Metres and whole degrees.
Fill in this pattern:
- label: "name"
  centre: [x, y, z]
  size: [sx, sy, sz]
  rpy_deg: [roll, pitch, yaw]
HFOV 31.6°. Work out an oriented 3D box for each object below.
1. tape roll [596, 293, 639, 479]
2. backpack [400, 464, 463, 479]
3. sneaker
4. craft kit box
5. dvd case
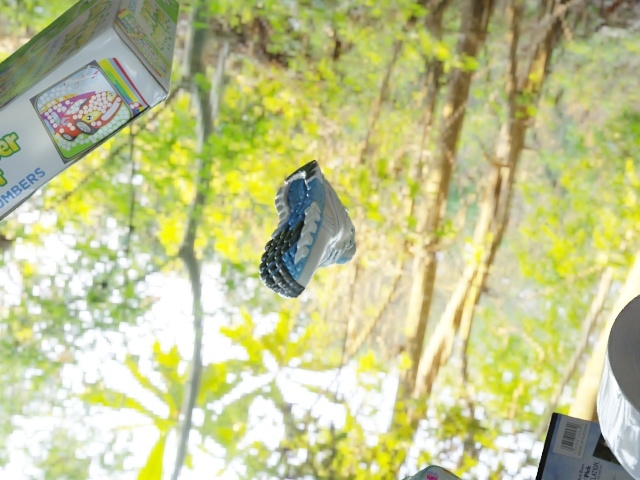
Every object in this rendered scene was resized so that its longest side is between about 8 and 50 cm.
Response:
- label: "tape roll"
  centre: [0.343, 0.127, 0.936]
  size: [0.219, 0.072, 0.219]
  rpy_deg: [0, -141, 0]
- label: "backpack"
  centre: [0.147, 0.336, 1.252]
  size: [0.182, 0.115, 0.152]
  rpy_deg: [34, -148, 2]
- label: "sneaker"
  centre: [0.000, 0.000, 1.033]
  size: [0.083, 0.071, 0.191]
  rpy_deg: [43, -152, -19]
- label: "craft kit box"
  centre: [-0.204, -0.075, 0.740]
  size: [0.246, 0.061, 0.250]
  rpy_deg: [-33, -158, 8]
- label: "dvd case"
  centre: [0.354, 0.295, 1.216]
  size: [0.253, 0.022, 0.180]
  rpy_deg: [13, -124, 16]
